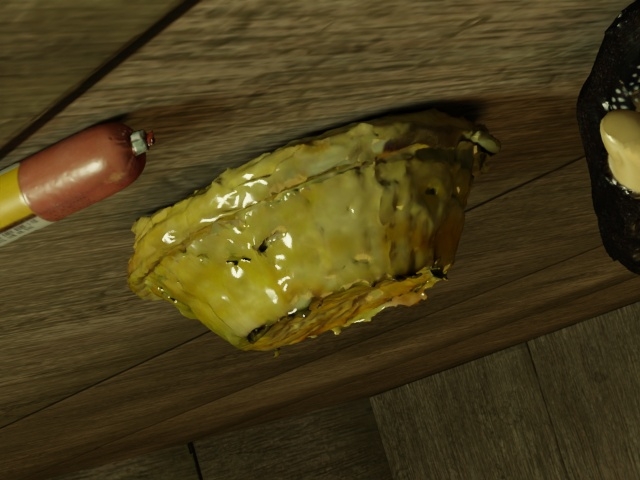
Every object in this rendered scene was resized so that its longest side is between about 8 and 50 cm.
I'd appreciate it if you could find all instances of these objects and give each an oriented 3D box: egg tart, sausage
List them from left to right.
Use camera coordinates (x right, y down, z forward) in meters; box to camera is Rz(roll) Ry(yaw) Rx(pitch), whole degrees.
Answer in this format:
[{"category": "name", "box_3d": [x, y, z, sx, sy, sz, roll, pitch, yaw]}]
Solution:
[{"category": "sausage", "box_3d": [-0.156, -0.004, 0.655, 0.223, 0.029, 0.029, -21, 170, 28]}, {"category": "egg tart", "box_3d": [0.000, 0.001, 0.815, 0.212, 0.090, 0.212, -20, 172, -3]}]

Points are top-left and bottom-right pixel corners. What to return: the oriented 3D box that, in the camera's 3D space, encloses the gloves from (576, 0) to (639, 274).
[{"category": "gloves", "box_3d": [0.171, -0.072, 0.697, 0.129, 0.106, 0.181, -14, 144, -5]}]
